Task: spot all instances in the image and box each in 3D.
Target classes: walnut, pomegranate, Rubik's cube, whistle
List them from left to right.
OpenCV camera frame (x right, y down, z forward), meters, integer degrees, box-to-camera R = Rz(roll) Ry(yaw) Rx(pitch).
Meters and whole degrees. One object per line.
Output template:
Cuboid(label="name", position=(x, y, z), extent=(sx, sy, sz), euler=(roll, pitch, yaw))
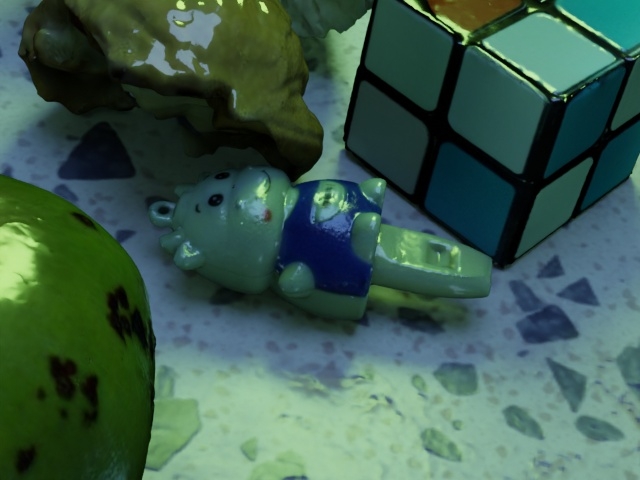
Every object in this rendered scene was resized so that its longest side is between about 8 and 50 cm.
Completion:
Cuboid(label="pomegranate", position=(-0.201, 0.061, 0.778), extent=(0.291, 0.323, 0.291), euler=(23, 26, -12))
Cuboid(label="walnut", position=(-0.098, -0.142, 1.073), extent=(0.238, 0.204, 0.141), euler=(20, 84, 9))
Cuboid(label="whistle", position=(0.000, 0.000, 1.033), extent=(0.244, 0.092, 0.110), euler=(11, 40, 2))
Cuboid(label="Rubik's cube", position=(0.145, -0.119, 1.128), extent=(0.180, 0.167, 0.183), euler=(37, 51, 23))

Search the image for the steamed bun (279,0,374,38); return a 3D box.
Cuboid(label="steamed bun", position=(-0.102, -0.309, 1.200), extent=(0.272, 0.290, 0.273), euler=(-1, 27, -4))
